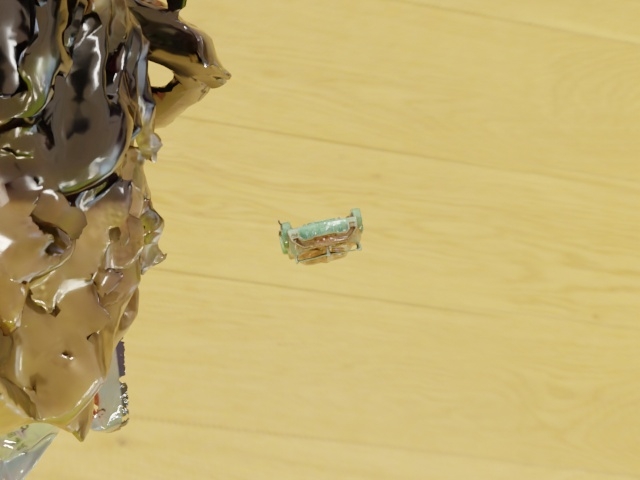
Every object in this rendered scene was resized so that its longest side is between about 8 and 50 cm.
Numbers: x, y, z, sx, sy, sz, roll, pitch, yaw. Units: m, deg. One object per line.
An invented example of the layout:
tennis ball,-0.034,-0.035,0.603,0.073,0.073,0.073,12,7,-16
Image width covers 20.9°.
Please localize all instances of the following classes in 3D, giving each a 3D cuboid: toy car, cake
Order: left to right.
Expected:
cake,-0.208,-0.053,0.806,0.321,0.332,0.332,-38,101,-5
toy car,0.000,0.000,1.248,0.059,0.122,0.035,-12,85,-3

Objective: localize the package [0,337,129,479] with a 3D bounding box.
package,-0.230,0.069,1.319,0.194,0.071,0.269,-37,126,-34
